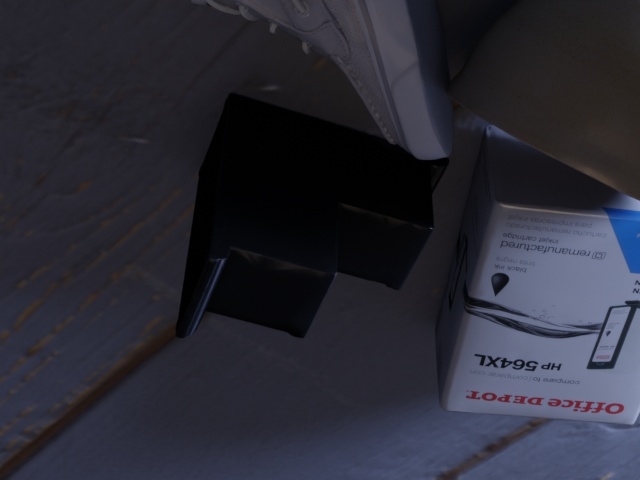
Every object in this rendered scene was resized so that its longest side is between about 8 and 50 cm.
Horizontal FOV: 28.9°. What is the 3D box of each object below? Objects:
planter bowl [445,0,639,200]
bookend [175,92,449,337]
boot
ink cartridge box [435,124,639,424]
[{"bbox_3d":[0.168,-0.095,0.704,0.162,0.162,0.109,23,104,-18],"label":"planter bowl"},{"bbox_3d":[0.000,0.000,0.784,0.157,0.156,0.072,15,132,-13],"label":"bookend"},{"bbox_3d":[-0.011,-0.149,0.702,0.123,0.095,0.258,-10,124,20],"label":"boot"},{"bbox_3d":[0.168,0.030,0.854,0.148,0.086,0.203,5,132,-3],"label":"ink cartridge box"}]
